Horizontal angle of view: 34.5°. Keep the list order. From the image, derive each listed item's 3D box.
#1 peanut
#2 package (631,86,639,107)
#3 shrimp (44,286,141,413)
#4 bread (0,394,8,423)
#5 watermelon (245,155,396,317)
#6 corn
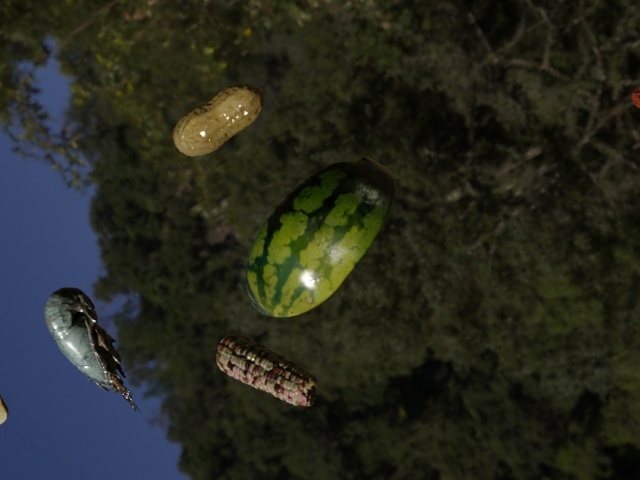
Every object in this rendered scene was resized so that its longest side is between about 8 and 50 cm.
[{"bbox_3d":[-0.208,-0.246,2.109,0.095,0.226,0.108,55,-158,-13],"label":"peanut"},{"bbox_3d":[0.557,-0.186,1.315,0.108,0.288,0.223,-4,-120,-44],"label":"package"},{"bbox_3d":[-0.336,0.172,1.548,0.079,0.090,0.233,-43,-69,-34],"label":"shrimp"},{"bbox_3d":[-0.621,0.249,1.804,0.173,0.085,0.134,48,157,33],"label":"bread"},{"bbox_3d":[-0.018,-0.013,1.526,0.128,0.303,0.159,38,-177,-20],"label":"watermelon"},{"bbox_3d":[-0.111,0.269,2.159,0.280,0.092,0.092,18,159,40],"label":"corn"}]
